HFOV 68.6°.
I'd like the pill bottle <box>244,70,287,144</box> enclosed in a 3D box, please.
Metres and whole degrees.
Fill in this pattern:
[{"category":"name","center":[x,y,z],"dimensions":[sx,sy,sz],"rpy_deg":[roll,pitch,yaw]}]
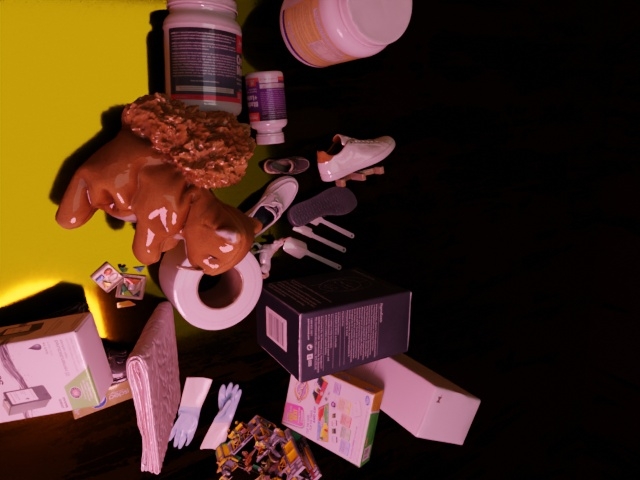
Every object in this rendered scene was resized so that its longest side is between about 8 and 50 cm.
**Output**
[{"category":"pill bottle","center":[-0.151,-0.373,1.327],"dimensions":[0.108,0.108,0.193],"rpy_deg":[-13,107,-29]}]

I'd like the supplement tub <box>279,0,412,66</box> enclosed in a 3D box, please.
[{"category":"supplement tub","center":[0.060,-0.611,1.269],"dimensions":[0.241,0.331,0.240],"rpy_deg":[-8,105,-30]}]

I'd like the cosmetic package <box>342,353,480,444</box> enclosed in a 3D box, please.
[{"category":"cosmetic package","center":[0.268,0.480,1.573],"dimensions":[0.230,0.453,0.161],"rpy_deg":[25,87,-33]}]

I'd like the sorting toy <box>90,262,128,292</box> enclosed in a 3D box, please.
[{"category":"sorting toy","center":[-0.550,0.089,1.233],"dimensions":[0.083,0.012,0.062],"rpy_deg":[-42,113,-10]}]

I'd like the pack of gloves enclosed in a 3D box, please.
[{"category":"pack of gloves","center":[-0.349,0.546,1.451],"dimensions":[0.195,0.046,0.232],"rpy_deg":[17,92,-34]}]

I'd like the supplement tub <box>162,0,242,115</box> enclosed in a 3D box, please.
[{"category":"supplement tub","center":[-0.292,-0.451,1.172],"dimensions":[0.191,0.191,0.272],"rpy_deg":[-5,104,-31]}]

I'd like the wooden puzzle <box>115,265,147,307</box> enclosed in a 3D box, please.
[{"category":"wooden puzzle","center":[-0.512,0.127,1.273],"dimensions":[0.079,0.014,0.116],"rpy_deg":[2,99,-32]}]

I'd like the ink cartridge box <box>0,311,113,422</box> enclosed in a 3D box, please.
[{"category":"ink cartridge box","center":[-0.662,0.298,1.097],"dimensions":[0.273,0.115,0.198],"rpy_deg":[-10,107,-3]}]

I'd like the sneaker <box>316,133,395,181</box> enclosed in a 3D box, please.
[{"category":"sneaker","center":[0.118,-0.298,1.510],"dimensions":[0.290,0.106,0.123],"rpy_deg":[-29,117,-22]}]

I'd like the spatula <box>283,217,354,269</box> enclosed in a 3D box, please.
[{"category":"spatula","center":[0.000,0.000,1.562],"dimensions":[0.242,0.019,0.168],"rpy_deg":[26,81,-34]}]

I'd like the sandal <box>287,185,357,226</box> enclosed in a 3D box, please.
[{"category":"sandal","center":[0.002,-0.113,1.516],"dimensions":[0.255,0.054,0.097],"rpy_deg":[-17,92,-26]}]

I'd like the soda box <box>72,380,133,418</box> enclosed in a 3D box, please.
[{"category":"soda box","center":[-0.576,0.408,1.268],"dimensions":[0.181,0.061,0.058],"rpy_deg":[-14,108,-29]}]

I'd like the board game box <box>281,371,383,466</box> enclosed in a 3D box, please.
[{"category":"board game box","center":[0.031,0.542,1.525],"dimensions":[0.064,0.317,0.242],"rpy_deg":[2,101,-55]}]

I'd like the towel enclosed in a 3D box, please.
[{"category":"towel","center":[-0.421,0.359,1.208],"dimensions":[0.054,0.332,0.316],"rpy_deg":[-2,105,-7]}]

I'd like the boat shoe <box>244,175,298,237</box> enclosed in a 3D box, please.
[{"category":"boat shoe","center":[-0.150,-0.091,1.405],"dimensions":[0.258,0.084,0.095],"rpy_deg":[-50,121,-12]}]

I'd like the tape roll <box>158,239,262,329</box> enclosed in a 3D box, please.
[{"category":"tape roll","center":[-0.306,0.106,1.304],"dimensions":[0.246,0.169,0.246],"rpy_deg":[-8,106,-30]}]

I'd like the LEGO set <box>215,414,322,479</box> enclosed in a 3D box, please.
[{"category":"LEGO set","center":[-0.159,0.724,1.488],"dimensions":[0.255,0.192,0.331],"rpy_deg":[-39,123,-2]}]

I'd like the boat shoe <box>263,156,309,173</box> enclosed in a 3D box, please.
[{"category":"boat shoe","center":[-0.096,-0.225,1.429],"dimensions":[0.152,0.049,0.056],"rpy_deg":[-12,107,-29]}]

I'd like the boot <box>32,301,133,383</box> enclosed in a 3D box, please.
[{"category":"boot","center":[-0.587,0.264,1.212],"dimensions":[0.263,0.091,0.228],"rpy_deg":[-17,110,-26]}]

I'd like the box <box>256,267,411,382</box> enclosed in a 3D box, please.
[{"category":"box","center":[0.036,0.243,1.472],"dimensions":[0.396,0.294,0.211],"rpy_deg":[-8,105,-30]}]

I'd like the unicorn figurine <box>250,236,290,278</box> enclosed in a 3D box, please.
[{"category":"unicorn figurine","center":[-0.172,0.045,1.445],"dimensions":[0.111,0.060,0.161],"rpy_deg":[3,116,-33]}]

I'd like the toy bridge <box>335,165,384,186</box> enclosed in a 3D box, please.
[{"category":"toy bridge","center":[0.125,-0.215,1.560],"dimensions":[0.188,0.063,0.026],"rpy_deg":[-22,111,-30]}]

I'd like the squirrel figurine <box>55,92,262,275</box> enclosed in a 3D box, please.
[{"category":"squirrel figurine","center":[-0.300,-0.118,1.067],"dimensions":[0.371,0.281,0.396],"rpy_deg":[28,98,7]}]
